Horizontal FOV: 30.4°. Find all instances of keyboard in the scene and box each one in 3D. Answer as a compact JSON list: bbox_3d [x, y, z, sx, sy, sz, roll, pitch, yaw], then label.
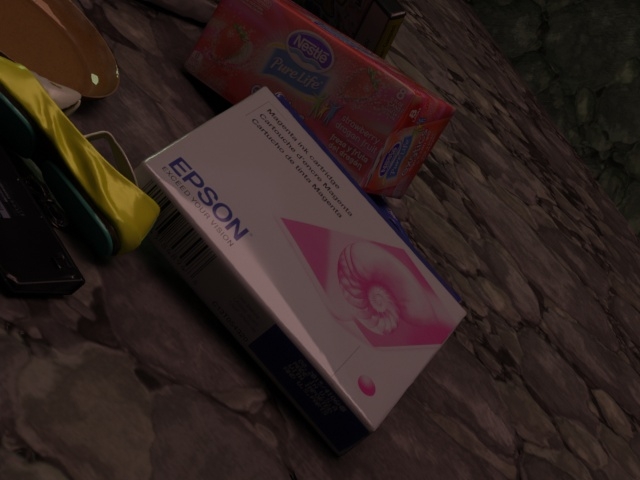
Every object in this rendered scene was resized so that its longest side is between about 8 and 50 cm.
[{"bbox_3d":[-0.254,-0.028,0.951,0.108,0.023,0.180,-1,51,-56],"label":"keyboard"}]

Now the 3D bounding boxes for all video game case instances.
[{"bbox_3d":[-0.001,-0.341,1.769,0.035,0.248,0.275,-21,64,-32],"label":"video game case"}]

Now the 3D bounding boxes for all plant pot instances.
[{"bbox_3d":[-0.309,-0.222,1.202,0.236,0.032,0.236,40,21,-19],"label":"plant pot"}]

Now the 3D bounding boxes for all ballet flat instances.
[{"bbox_3d":[-0.226,-0.088,1.026,0.077,0.077,0.231,-40,90,-30],"label":"ballet flat"}]

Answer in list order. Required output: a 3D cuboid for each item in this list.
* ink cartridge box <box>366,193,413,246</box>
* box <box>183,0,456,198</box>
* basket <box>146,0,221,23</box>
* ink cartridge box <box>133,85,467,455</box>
[{"bbox_3d":[0.003,-0.016,1.385,0.311,0.065,0.186,17,35,-48],"label":"ink cartridge box"},{"bbox_3d":[-0.002,-0.193,1.490,0.300,0.142,0.154,37,14,23],"label":"box"},{"bbox_3d":[-0.209,-0.515,1.630,0.328,0.266,0.331,55,24,22],"label":"basket"},{"bbox_3d":[0.000,0.000,1.190,0.324,0.071,0.330,48,38,-1],"label":"ink cartridge box"}]
